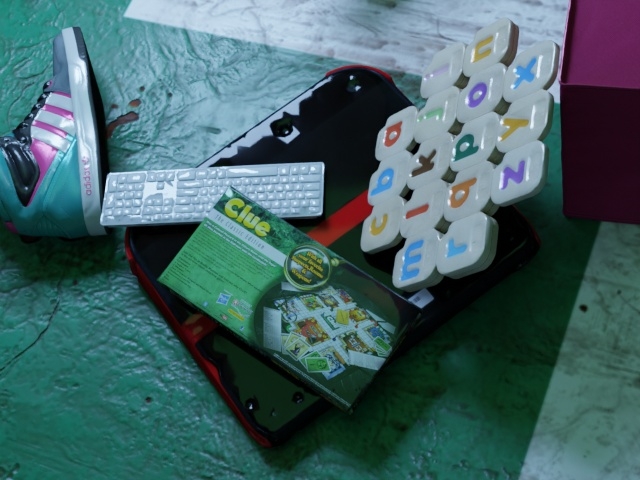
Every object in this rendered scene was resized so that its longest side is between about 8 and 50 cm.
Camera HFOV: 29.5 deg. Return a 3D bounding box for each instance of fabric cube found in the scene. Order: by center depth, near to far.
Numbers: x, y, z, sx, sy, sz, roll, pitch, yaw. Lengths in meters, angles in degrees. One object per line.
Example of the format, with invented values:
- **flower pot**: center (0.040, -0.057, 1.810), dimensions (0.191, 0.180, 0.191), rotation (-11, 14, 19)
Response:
- **fabric cube**: center (0.391, -0.181, 1.271), dimensions (0.259, 0.258, 0.254), rotation (7, 62, 16)

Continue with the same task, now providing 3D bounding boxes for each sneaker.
- **sneaker**: center (-0.356, -0.126, 1.491), dimensions (0.178, 0.124, 0.295), rotation (-9, 60, -3)

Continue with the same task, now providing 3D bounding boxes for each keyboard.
- **keyboard**: center (-0.123, -0.052, 1.386), dimensions (0.256, 0.014, 0.072), rotation (-2, 65, 8)

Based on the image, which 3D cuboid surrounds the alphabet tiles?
- **alphabet tiles**: center (0.142, -0.089, 1.257), dimensions (0.278, 0.021, 0.284), rotation (-22, 51, 51)

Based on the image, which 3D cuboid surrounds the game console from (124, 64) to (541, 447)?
- **game console**: center (0.000, 0.000, 1.382), dimensions (0.386, 0.060, 0.342), rotation (-36, 65, -8)

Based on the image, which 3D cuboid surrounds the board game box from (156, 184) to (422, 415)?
- **board game box**: center (-0.034, 0.061, 1.304), dimensions (0.259, 0.030, 0.136), rotation (33, 79, 18)
